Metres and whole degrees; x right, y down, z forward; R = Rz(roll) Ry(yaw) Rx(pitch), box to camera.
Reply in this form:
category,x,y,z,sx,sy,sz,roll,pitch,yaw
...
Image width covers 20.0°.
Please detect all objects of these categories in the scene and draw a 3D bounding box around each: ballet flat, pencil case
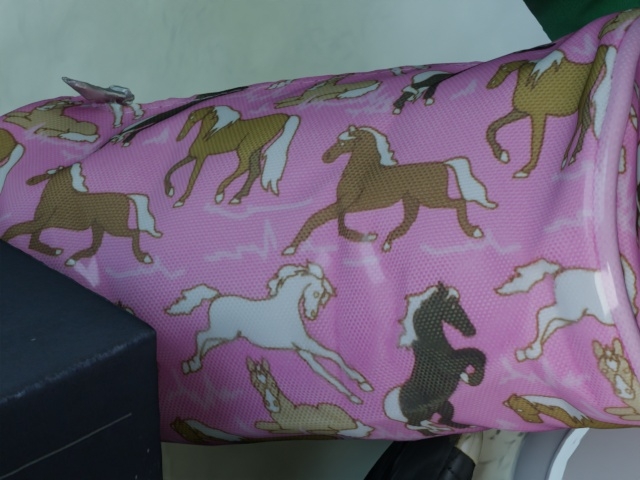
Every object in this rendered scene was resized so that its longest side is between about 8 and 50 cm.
category,x,y,z,sx,sy,sz,roll,pitch,yaw
ballet flat,0.028,0.150,0.789,0.173,0.049,0.057,-63,23,-5
pencil case,0.000,0.000,0.783,0.386,0.160,0.167,-3,110,36

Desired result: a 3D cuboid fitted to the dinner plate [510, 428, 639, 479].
category,x,y,z,sx,sy,sz,roll,pitch,yaw
dinner plate,0.134,0.108,0.734,0.141,0.017,0.141,-13,68,34

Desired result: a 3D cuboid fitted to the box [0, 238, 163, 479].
category,x,y,z,sx,sy,sz,roll,pitch,yaw
box,-0.240,0.194,0.699,0.179,0.343,0.312,24,127,40

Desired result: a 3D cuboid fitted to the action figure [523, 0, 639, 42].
category,x,y,z,sx,sy,sz,roll,pitch,yaw
action figure,0.092,-0.162,0.719,0.137,0.232,0.063,-47,52,14
